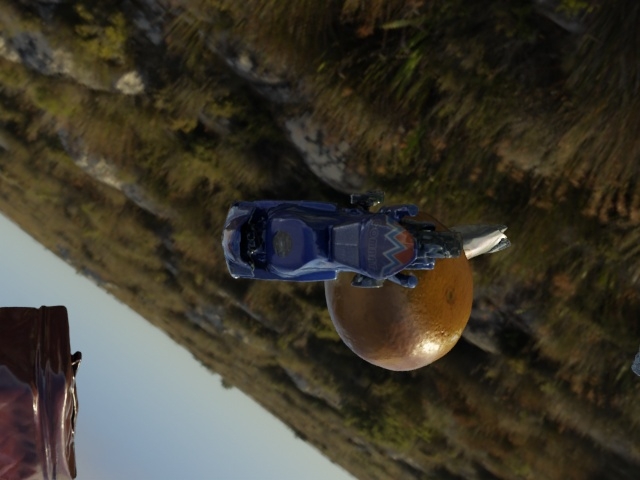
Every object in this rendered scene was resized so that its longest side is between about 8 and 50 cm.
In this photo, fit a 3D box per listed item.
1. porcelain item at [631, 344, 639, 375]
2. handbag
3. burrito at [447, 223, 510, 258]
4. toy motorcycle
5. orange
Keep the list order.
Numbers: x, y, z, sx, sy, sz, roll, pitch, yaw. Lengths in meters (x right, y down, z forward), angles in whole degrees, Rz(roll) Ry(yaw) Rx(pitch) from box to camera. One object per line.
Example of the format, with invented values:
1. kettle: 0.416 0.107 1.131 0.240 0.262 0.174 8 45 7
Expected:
1. porcelain item: 0.473 0.164 1.060 0.028 0.036 0.083 20 144 23
2. handbag: -0.345 0.184 0.847 0.146 0.136 0.224 -117 30 -53
3. burrito: 0.164 0.016 1.007 0.064 0.203 0.064 162 90 -72
4. toy motorcycle: 0.000 0.000 0.545 0.205 0.076 0.114 3 -176 34
5. orange: 0.074 0.048 0.709 0.124 0.156 0.156 3 146 45
